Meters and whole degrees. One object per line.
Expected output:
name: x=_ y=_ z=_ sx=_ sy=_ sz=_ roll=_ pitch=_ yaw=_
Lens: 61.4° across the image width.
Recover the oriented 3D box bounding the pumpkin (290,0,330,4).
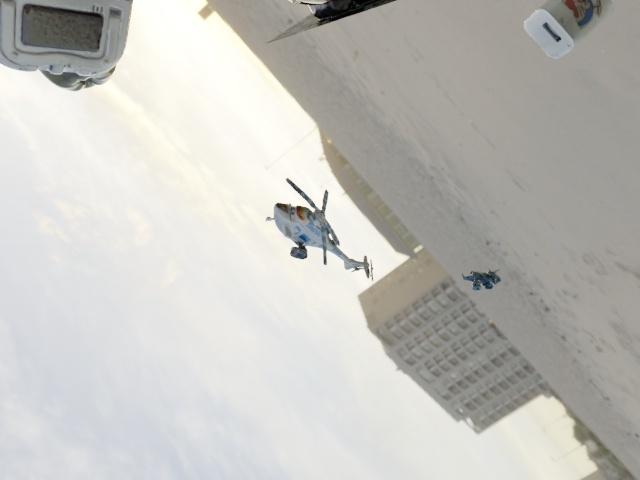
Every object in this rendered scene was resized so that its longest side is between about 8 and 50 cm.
pumpkin: x=-0.052 y=-0.503 z=0.802 sx=0.320 sy=0.192 sz=0.320 roll=41 pitch=-154 yaw=-26

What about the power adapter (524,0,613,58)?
power adapter: x=0.625 y=-0.567 z=1.311 sx=0.130 sy=0.205 sz=0.125 roll=46 pitch=179 yaw=-2

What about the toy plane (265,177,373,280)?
toy plane: x=0.001 y=-0.008 z=1.123 sx=0.273 sy=0.107 sz=0.181 roll=24 pitch=-131 yaw=-54

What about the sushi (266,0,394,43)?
sushi: x=0.081 y=-0.484 z=1.006 sx=0.320 sy=0.340 sz=0.068 roll=-59 pitch=-46 yaw=-50

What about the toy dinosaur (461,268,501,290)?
toy dinosaur: x=0.362 y=0.085 z=1.211 sx=0.047 sy=0.084 sz=0.030 roll=-89 pitch=-9 yaw=-53

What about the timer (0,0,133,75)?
timer: x=-0.474 y=-0.416 z=0.980 sx=0.262 sy=0.236 sz=0.087 roll=-9 pitch=-134 yaw=-39

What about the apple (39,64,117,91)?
apple: x=-0.720 y=-0.566 z=1.565 sx=0.262 sy=0.262 sz=0.262 roll=49 pitch=-167 yaw=-15
